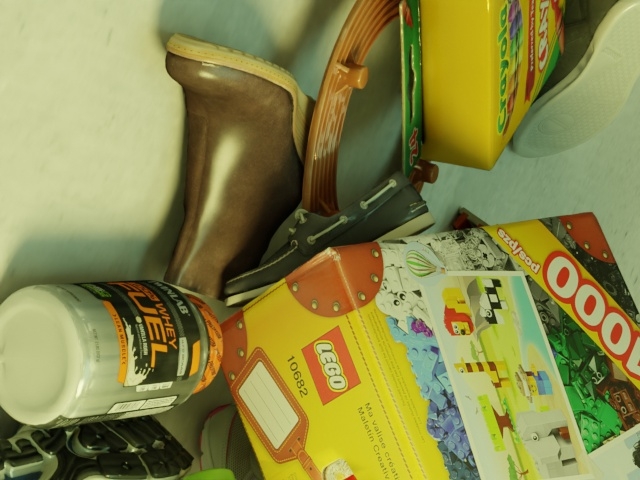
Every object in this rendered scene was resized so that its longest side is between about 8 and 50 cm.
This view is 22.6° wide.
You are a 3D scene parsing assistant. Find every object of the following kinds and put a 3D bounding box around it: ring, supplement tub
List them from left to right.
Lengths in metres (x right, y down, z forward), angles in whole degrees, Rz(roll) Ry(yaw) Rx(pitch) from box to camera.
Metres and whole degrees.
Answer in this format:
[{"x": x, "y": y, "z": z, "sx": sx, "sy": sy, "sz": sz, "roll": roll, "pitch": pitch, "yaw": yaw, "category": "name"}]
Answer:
[{"x": -0.175, "y": 0.092, "z": 1.340, "sx": 0.190, "sy": 0.117, "sz": 0.117, "roll": -2, "pitch": 111, "yaw": -55, "category": "supplement tub"}, {"x": 0.069, "y": -0.111, "z": 1.576, "sx": 0.336, "sy": 0.032, "sz": 0.336, "roll": -47, "pitch": 145, "yaw": -48, "category": "ring"}]

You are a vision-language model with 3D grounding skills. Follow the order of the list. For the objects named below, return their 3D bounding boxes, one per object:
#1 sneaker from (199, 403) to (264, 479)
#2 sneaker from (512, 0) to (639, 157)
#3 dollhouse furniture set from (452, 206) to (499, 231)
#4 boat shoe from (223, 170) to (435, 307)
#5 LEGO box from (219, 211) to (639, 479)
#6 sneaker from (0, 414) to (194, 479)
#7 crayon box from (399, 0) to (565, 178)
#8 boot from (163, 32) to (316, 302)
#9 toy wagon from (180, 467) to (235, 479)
[{"x": -0.023, "y": 0.264, "z": 1.575, "sx": 0.111, "sy": 0.252, "sz": 0.103, "roll": -31, "pitch": -179, "yaw": 25, "category": "sneaker"}, {"x": 0.291, "y": -0.224, "z": 1.822, "sx": 0.105, "sy": 0.147, "sz": 0.295, "roll": 1, "pitch": 145, "yaw": -23, "category": "sneaker"}, {"x": 0.133, "y": 0.102, "z": 1.812, "sx": 0.259, "sy": 0.135, "sz": 0.262, "roll": -46, "pitch": 143, "yaw": -10, "category": "dollhouse furniture set"}, {"x": 0.000, "y": 0.000, "z": 1.451, "sx": 0.206, "sy": 0.065, "sz": 0.075, "roll": -24, "pitch": 175, "yaw": -9, "category": "boat shoe"}, {"x": 0.172, "y": 0.248, "z": 1.443, "sx": 0.372, "sy": 0.500, "sz": 0.193, "roll": -8, "pitch": 160, "yaw": -44, "category": "LEGO box"}, {"x": -0.235, "y": 0.221, "z": 1.349, "sx": 0.147, "sy": 0.130, "sz": 0.330, "roll": -56, "pitch": 161, "yaw": 25, "category": "sneaker"}, {"x": 0.167, "y": -0.210, "z": 1.597, "sx": 0.318, "sy": 0.081, "sz": 0.202, "roll": -54, "pitch": 149, "yaw": -47, "category": "crayon box"}, {"x": -0.087, "y": -0.055, "z": 1.398, "sx": 0.248, "sy": 0.090, "sz": 0.206, "roll": 28, "pitch": 84, "yaw": -61, "category": "boot"}, {"x": -0.051, "y": 0.323, "z": 1.350, "sx": 0.068, "sy": 0.267, "sz": 0.344, "roll": -26, "pitch": 155, "yaw": 14, "category": "toy wagon"}]
